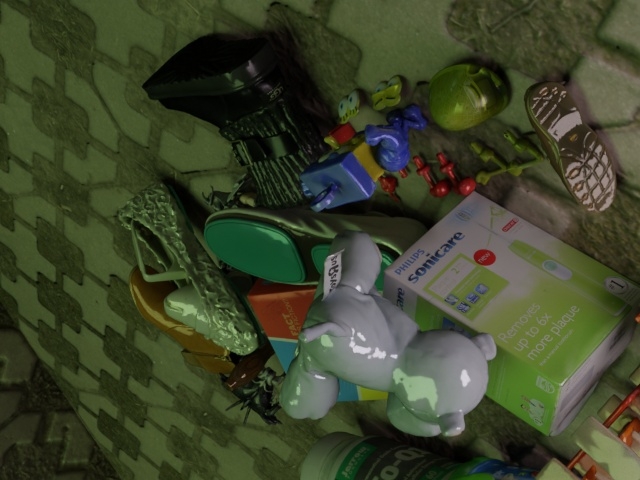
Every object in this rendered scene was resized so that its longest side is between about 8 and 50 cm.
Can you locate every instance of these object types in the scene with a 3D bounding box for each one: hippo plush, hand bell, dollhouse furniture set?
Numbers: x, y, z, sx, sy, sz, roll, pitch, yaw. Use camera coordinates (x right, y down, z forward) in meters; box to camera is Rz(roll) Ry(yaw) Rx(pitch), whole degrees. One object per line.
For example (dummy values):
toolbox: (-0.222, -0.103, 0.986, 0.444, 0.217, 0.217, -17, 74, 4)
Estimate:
hippo plush: (0.098, 0.120, 1.424, 0.237, 0.234, 0.294, 19, 150, 1)
hand bell: (-0.082, 0.189, 2.055, 0.126, 0.242, 0.126, 33, 147, 25)
dollhouse furniture set: (0.394, 0.202, 1.452, 0.135, 0.262, 0.259, 42, 119, 17)

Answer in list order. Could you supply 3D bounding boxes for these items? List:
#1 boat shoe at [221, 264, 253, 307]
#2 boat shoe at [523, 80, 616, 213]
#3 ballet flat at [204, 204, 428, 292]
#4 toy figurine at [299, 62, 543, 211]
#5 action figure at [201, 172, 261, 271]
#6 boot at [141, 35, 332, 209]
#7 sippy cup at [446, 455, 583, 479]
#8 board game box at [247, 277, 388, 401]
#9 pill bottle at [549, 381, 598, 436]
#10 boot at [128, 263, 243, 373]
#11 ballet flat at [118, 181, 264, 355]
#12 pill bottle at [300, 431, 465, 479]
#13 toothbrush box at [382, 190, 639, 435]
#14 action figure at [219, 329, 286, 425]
boat shoe: (-0.168, 0.086, 2.256, 0.206, 0.075, 0.064, 111, 158, -63)
boat shoe: (0.303, -0.116, 1.391, 0.178, 0.064, 0.060, 59, 180, -13)
ballet flat: (0.000, 0.000, 1.814, 0.400, 0.139, 0.139, 8, 131, 35)
toy figurine: (0.088, -0.090, 1.538, 0.363, 0.217, 0.191, -9, 117, 57)
action figure: (-0.100, 0.002, 2.004, 0.285, 0.099, 0.185, 40, 140, 7)
boot: (-0.126, -0.180, 1.809, 0.348, 0.131, 0.260, 15, 144, 56)
sippy cup: (0.345, 0.467, 1.844, 0.224, 0.306, 0.240, -12, 86, 45)
board game box: (0.066, 0.154, 1.887, 0.317, 0.064, 0.242, -8, 120, 31)
pill bottle: (0.274, 0.165, 1.667, 0.246, 0.130, 0.130, 34, 147, 25)
boot: (-0.265, 0.166, 2.431, 0.211, 0.104, 0.295, -4, 126, 48)
ballet flat: (-0.261, 0.071, 2.168, 0.409, 0.147, 0.147, 56, 154, 23)
pill bottle: (0.140, 0.479, 2.127, 0.361, 0.204, 0.204, 8, 131, 48)
toothbrush box: (0.253, 0.090, 1.533, 0.283, 0.206, 0.122, 33, 145, 28)
action figure: (-0.090, 0.258, 2.254, 0.164, 0.141, 0.275, 44, 134, 6)
